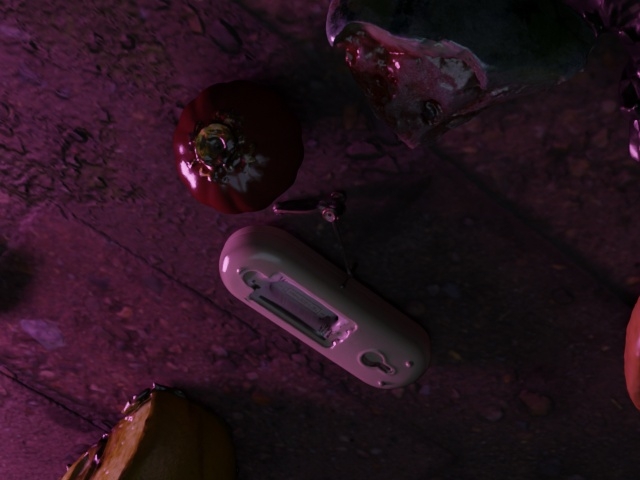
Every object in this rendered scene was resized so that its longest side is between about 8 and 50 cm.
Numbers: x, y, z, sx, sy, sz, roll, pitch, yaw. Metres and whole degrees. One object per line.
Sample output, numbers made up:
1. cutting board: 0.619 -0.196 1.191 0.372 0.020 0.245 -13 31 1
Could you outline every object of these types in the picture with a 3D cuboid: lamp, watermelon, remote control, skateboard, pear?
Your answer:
1. lamp: -0.061 -0.070 0.698 0.101 0.090 0.101 1 95 18
2. watermelon: 0.091 -0.113 0.649 0.187 0.071 0.139 12 135 0
3. remote control: 0.006 0.064 0.825 0.221 0.042 0.078 36 126 -18
4. skateboard: 0.000 0.000 0.785 0.063 0.032 0.083 -2 127 25
5. pear: -0.191 0.312 0.934 0.164 0.255 0.238 36 122 -16

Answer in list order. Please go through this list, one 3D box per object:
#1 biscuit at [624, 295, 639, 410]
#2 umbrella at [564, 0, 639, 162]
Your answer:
1. biscuit: 0.440 0.057 0.721 0.365 0.062 0.385 30 128 -14
2. umbrella: 0.195 -0.144 0.573 0.336 0.128 0.154 32 105 -6
